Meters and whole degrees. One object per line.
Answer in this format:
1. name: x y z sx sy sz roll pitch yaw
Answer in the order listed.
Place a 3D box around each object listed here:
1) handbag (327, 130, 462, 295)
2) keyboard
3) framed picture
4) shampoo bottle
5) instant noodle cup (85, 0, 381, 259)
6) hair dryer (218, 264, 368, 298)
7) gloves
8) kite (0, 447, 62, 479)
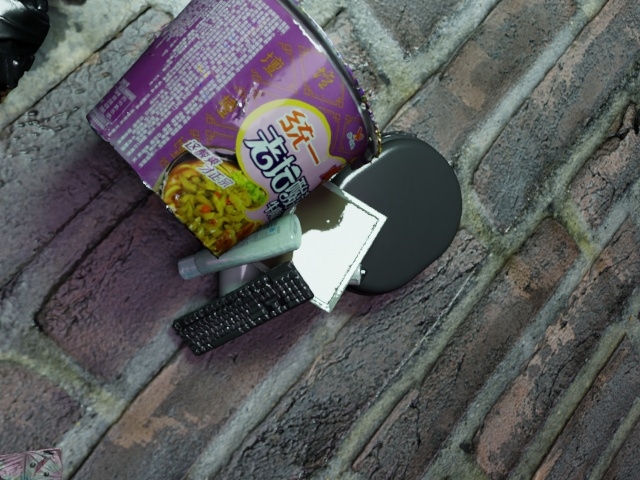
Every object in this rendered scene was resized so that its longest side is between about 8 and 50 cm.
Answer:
1. handbag: 0.112 -0.049 1.000 0.308 0.093 0.254 -36 106 -19
2. keyboard: -0.120 0.108 0.857 0.231 0.023 0.072 -28 102 19
3. framed picture: 0.000 0.000 0.875 0.142 0.011 0.183 32 71 1
4. shampoo bottle: -0.120 0.015 0.834 0.191 0.069 0.041 -19 133 14
5. instant noodle cup: -0.123 -0.149 0.767 0.266 0.340 0.340 -44 111 -7
6. hair dryer: -0.043 0.059 0.904 0.236 0.073 0.131 1 95 0
7. gloves: -0.429 -0.248 0.715 0.164 0.124 0.203 -1 79 -16
8. kite: -0.432 0.354 0.813 0.152 0.005 0.137 -45 108 -16
